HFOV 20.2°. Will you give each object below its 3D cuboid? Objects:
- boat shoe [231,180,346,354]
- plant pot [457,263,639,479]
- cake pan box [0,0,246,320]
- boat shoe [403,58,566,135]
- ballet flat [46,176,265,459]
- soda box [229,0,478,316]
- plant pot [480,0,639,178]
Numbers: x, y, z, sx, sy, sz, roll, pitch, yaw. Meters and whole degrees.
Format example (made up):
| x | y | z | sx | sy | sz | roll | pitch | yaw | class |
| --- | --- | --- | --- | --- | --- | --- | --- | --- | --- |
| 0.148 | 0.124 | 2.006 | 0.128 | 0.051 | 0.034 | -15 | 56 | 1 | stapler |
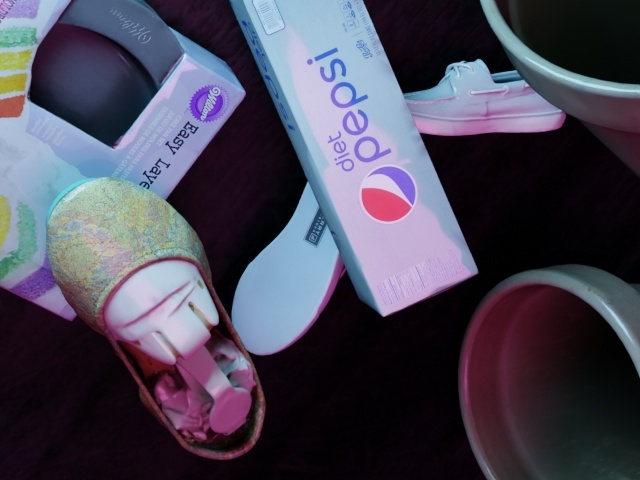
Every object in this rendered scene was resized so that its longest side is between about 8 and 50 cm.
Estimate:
| x | y | z | sx | sy | sz | roll | pitch | yaw | class |
| --- | --- | --- | --- | --- | --- | --- | --- | --- | --- |
| 0.000 | 0.000 | 1.593 | 0.076 | 0.080 | 0.228 | -7 | 126 | -64 | boat shoe |
| 0.300 | 0.138 | 1.704 | 0.229 | 0.263 | 0.263 | -11 | 125 | -36 | plant pot |
| -0.226 | -0.093 | 1.447 | 0.245 | 0.070 | 0.267 | 31 | 105 | -35 | cake pan box |
| 0.135 | -0.127 | 1.574 | 0.184 | 0.066 | 0.063 | -2 | 106 | -18 | boat shoe |
| -0.122 | 0.077 | 1.506 | 0.123 | 0.123 | 0.348 | -28 | 143 | -4 | ballet flat |
| 0.025 | -0.087 | 1.468 | 0.091 | 0.098 | 0.286 | -25 | 102 | -6 | soda box |
| 0.318 | -0.173 | 1.496 | 0.323 | 0.323 | 0.280 | -33 | 142 | 0 | plant pot |
